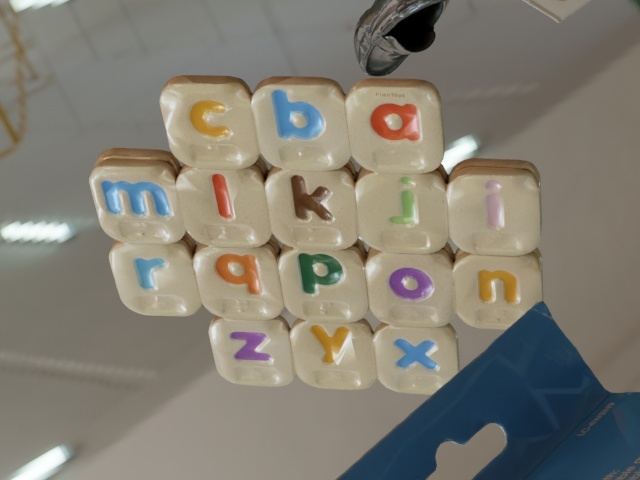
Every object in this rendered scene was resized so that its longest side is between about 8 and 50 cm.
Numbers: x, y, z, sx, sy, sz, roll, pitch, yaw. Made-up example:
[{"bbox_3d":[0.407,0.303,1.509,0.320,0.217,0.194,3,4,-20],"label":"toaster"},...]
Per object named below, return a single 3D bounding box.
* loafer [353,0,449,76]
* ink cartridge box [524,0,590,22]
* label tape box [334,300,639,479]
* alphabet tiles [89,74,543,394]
[{"bbox_3d":[0.092,-0.243,2.150,0.076,0.078,0.223,-12,158,-21],"label":"loafer"},{"bbox_3d":[0.168,-0.252,1.176,0.218,0.158,0.092,-33,-138,41],"label":"ink cartridge box"},{"bbox_3d":[0.183,0.205,1.002,0.249,0.348,0.115,-36,173,-37],"label":"label tape box"},{"bbox_3d":[0.000,0.000,1.206,0.284,0.278,0.021,2,-134,11],"label":"alphabet tiles"}]
